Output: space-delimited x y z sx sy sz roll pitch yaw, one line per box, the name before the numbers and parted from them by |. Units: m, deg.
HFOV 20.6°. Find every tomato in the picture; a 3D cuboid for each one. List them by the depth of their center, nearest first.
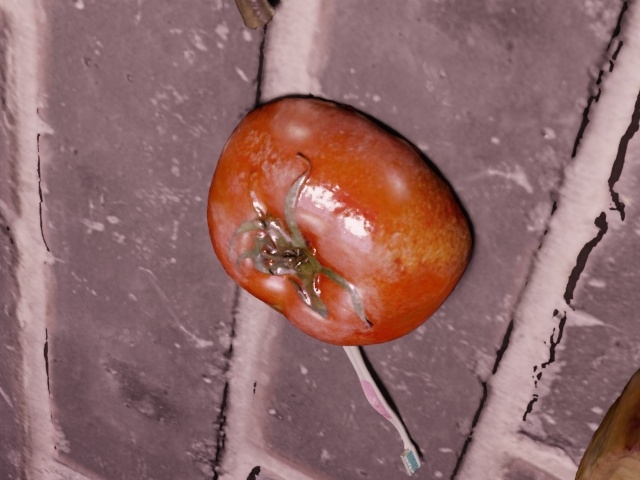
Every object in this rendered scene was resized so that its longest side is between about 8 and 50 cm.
tomato | 0.000 0.000 1.420 0.237 0.095 0.236 23 143 18

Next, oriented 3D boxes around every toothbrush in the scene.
toothbrush | 0.051 0.137 1.607 0.017 0.022 0.204 -1 129 37

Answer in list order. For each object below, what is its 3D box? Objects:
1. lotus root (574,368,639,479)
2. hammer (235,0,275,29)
lotus root | 0.377 0.255 1.402 0.390 0.111 0.375 33 147 -3
hammer | -0.098 -0.274 1.237 0.125 0.027 0.297 2 134 38
